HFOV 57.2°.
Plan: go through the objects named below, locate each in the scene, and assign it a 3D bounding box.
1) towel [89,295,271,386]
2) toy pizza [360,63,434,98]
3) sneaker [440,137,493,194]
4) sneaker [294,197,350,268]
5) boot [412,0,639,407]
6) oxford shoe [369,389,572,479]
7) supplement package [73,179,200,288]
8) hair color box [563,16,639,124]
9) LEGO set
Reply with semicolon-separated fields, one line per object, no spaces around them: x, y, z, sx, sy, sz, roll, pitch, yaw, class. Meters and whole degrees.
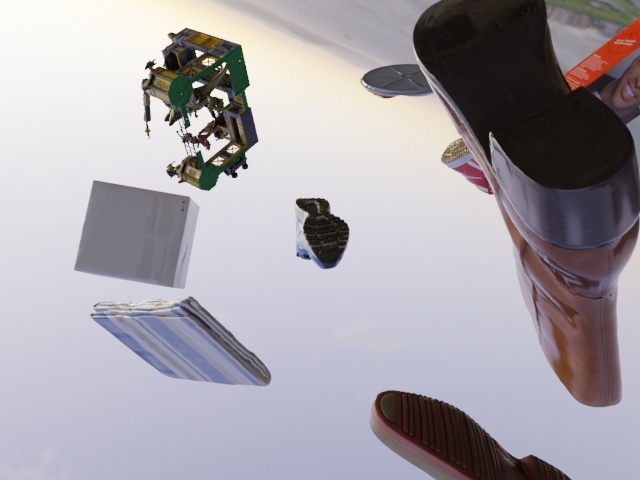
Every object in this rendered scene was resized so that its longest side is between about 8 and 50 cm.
-0.229;0.164;0.944;0.285;0.034;0.209;-8;132;42;towel
0.189;-0.349;1.304;0.201;0.032;0.201;-3;-147;2;toy pizza
0.184;-0.082;0.607;0.067;0.042;0.118;34;167;-19;sneaker
0.000;0.000;1.602;0.130;0.147;0.330;-3;-155;-9;sneaker
0.172;-0.038;0.472;0.280;0.096;0.264;57;-173;-47;boot
0.198;0.330;0.796;0.348;0.130;0.123;33;-153;-5;oxford shoe
-0.386;-0.007;1.263;0.203;0.194;0.149;10;173;-2;supplement package
0.296;-0.156;0.594;0.072;0.141;0.043;44;-166;-31;hair color box
-0.279;-0.285;1.247;0.192;0.255;0.331;26;154;28;LEGO set
